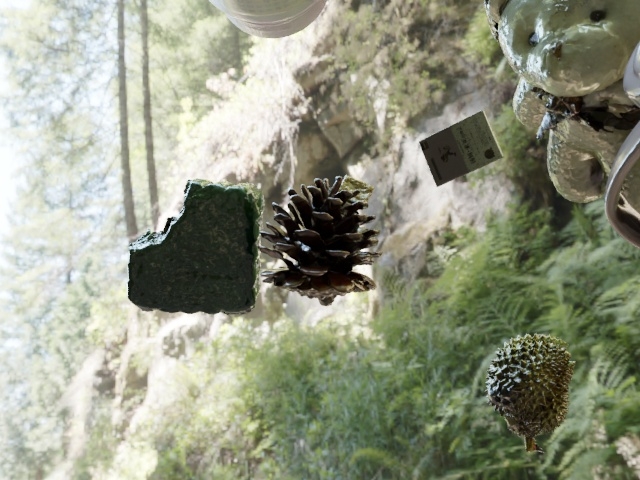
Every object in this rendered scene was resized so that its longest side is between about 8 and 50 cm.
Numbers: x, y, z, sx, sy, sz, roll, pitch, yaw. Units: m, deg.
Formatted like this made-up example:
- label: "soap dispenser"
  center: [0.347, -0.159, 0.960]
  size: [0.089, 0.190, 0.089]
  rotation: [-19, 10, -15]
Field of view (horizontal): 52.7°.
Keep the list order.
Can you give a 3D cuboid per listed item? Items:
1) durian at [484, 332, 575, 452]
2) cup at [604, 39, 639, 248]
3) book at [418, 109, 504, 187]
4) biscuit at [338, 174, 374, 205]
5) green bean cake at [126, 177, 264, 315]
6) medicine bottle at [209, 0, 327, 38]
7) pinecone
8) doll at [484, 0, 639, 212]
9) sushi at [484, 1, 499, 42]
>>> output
- label: "durian"
  center: [0.397, 0.301, 1.282]
  size: [0.137, 0.238, 0.193]
  rotation: [7, -6, -24]
- label: "cup"
  center: [0.361, -0.086, 0.440]
  size: [0.273, 0.208, 0.288]
  rotation: [37, -17, -3]
- label: "book"
  center: [0.339, -0.222, 1.574]
  size: [0.181, 0.127, 0.014]
  rotation: [-23, -2, 31]
- label: "biscuit"
  center: [0.086, -0.122, 1.637]
  size: [0.083, 0.081, 0.018]
  rotation: [23, -30, 5]
- label: "green bean cake"
  center: [-0.288, 0.009, 1.516]
  size: [0.300, 0.308, 0.169]
  rotation: [4, 12, 0]
- label: "medicine bottle"
  center: [-0.081, -0.402, 0.808]
  size: [0.213, 0.214, 0.378]
  rotation: [-7, -1, 2]
- label: "pinecone"
  center: [0.000, -0.002, 1.279]
  size: [0.264, 0.264, 0.264]
  rotation: [-5, -23, -2]
- label: "doll"
  center: [0.259, -0.133, 0.626]
  size: [0.175, 0.149, 0.278]
  rotation: [-5, -54, 32]
- label: "sushi"
  center: [0.397, -0.325, 1.013]
  size: [0.290, 0.131, 0.139]
  rotation: [17, -2, 17]
